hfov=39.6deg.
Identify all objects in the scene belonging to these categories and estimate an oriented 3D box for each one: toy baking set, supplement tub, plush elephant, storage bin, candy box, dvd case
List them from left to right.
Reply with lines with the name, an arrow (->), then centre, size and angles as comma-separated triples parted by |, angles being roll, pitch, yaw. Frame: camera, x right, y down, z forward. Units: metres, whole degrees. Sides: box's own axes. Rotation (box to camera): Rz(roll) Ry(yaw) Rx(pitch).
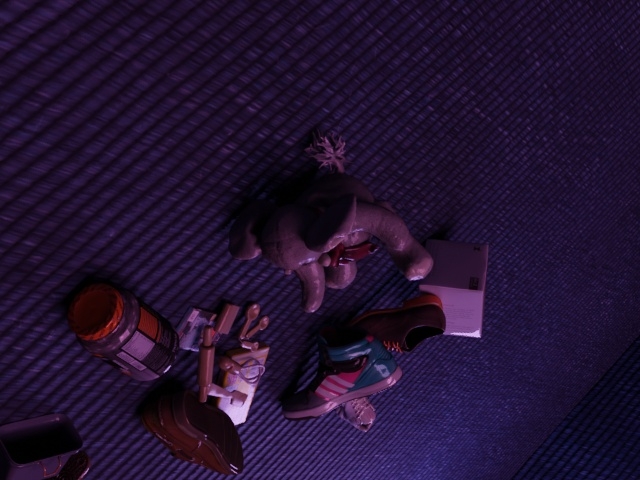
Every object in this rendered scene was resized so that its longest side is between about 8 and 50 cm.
storage bin -> -0.480, 0.364, 1.494 | 0.135, 0.098, 0.091 | -6, 136, -48
supplement tub -> -0.322, 0.148, 1.455 | 0.117, 0.117, 0.190 | -48, 146, -7
dvd case -> -0.227, 0.171, 1.686 | 0.087, 0.013, 0.119 | -58, 148, 7
toy baking set -> -0.169, 0.235, 1.746 | 0.196, 0.030, 0.256 | -13, 119, -51
candy box -> -0.178, 0.310, 1.863 | 0.105, 0.027, 0.206 | -7, 126, -44
plush elephant -> 0.000, 0.000, 1.590 | 0.255, 0.271, 0.330 | -43, 119, -38

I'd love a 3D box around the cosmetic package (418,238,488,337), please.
cosmetic package -> 0.318, 0.115, 2.125 | 0.184, 0.151, 0.151 | 82, 17, -46

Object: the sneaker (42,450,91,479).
sneaker -> -0.488, 0.449, 1.597 | 0.188, 0.066, 0.071 | -39, 162, -11

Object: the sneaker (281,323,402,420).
sneaker -> 0.015, 0.283, 1.998 | 0.295, 0.178, 0.124 | -24, -168, 14

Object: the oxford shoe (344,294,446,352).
oxford shoe -> 0.156, 0.213, 2.035 | 0.271, 0.098, 0.097 | -24, 135, 13

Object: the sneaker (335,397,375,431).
sneaker -> 0.090, 0.393, 2.187 | 0.090, 0.115, 0.232 | -42, 145, -16

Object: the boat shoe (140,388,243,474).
boat shoe -> -0.251, 0.388, 1.783 | 0.104, 0.111, 0.307 | -15, 138, 13
